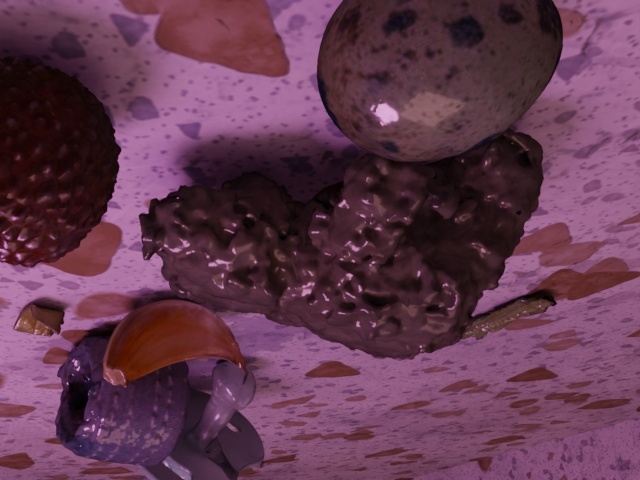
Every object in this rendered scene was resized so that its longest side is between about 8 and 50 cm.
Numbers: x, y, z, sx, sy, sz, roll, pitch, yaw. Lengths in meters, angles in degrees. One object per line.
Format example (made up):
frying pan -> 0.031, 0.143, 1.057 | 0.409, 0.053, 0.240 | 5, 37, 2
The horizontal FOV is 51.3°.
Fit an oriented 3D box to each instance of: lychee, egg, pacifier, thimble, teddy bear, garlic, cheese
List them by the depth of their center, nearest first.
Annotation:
egg -> 0.087, -0.130, 0.484 | 0.182, 0.141, 0.141 | -15, 153, -3
lychee -> -0.252, -0.051, 0.527 | 0.197, 0.165, 0.165 | -56, 142, 0
teddy bear -> 0.000, 0.000, 0.708 | 0.367, 0.224, 0.357 | 17, 149, -13
cheese -> -0.398, 0.114, 0.960 | 0.060, 0.041, 0.084 | 23, 157, -33
garlic -> -0.214, 0.140, 0.986 | 0.207, 0.128, 0.115 | -1, 109, -19
thimble -> -0.332, 0.258, 1.099 | 0.172, 0.205, 0.236 | 16, 170, -30
pacifier -> -0.226, 0.344, 1.303 | 0.269, 0.288, 0.343 | -59, 172, 11

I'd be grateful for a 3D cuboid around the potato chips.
potato chips -> 0.333, 0.141, 1.201 | 0.092, 0.028, 0.207 | 16, 144, -35
